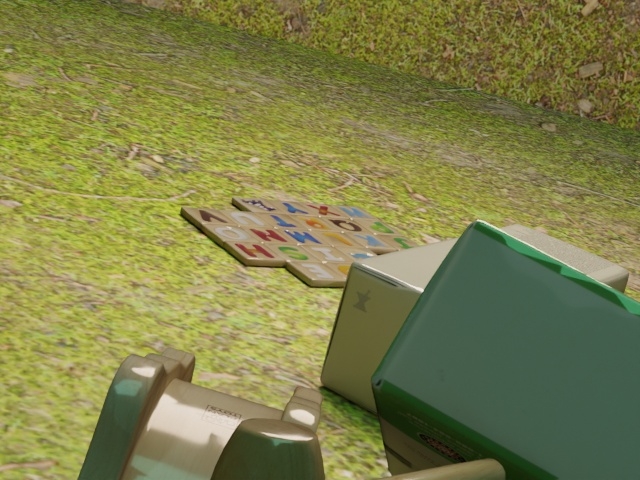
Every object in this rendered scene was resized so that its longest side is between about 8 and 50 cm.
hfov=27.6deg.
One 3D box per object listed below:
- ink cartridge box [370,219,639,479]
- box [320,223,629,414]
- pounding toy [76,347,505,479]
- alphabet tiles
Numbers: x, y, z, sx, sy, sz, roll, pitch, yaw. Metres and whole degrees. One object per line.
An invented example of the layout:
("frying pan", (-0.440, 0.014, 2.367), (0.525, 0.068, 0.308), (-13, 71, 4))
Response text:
("ink cartridge box", (0.117, 0.097, 0.626), (0.160, 0.093, 0.219), (29, -14, 13))
("box", (0.122, 0.060, 0.956), (0.113, 0.094, 0.275), (25, 19, 29))
("pounding toy", (-0.024, 0.137, 0.507), (0.154, 0.154, 0.269), (17, -3, 1))
("alphabet tiles", (0.000, 0.000, 1.187), (0.237, 0.009, 0.198), (4, 21, -38))
